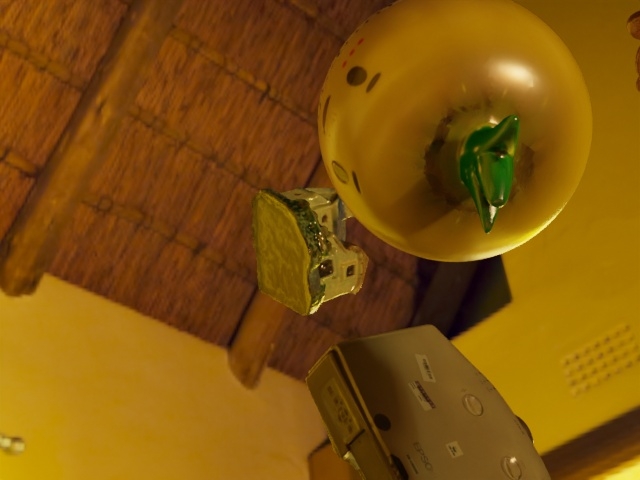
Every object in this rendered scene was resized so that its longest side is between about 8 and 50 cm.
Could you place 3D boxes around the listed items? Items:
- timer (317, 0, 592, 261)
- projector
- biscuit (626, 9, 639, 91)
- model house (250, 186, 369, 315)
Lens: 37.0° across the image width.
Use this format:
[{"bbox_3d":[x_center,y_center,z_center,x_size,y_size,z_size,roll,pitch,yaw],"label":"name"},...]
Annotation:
[{"bbox_3d":[0.134,-0.094,0.886,0.285,0.285,0.285,-4,-40,-3],"label":"timer"},{"bbox_3d":[0.116,0.212,0.902,0.193,0.270,0.088,-6,-34,-41],"label":"projector"},{"bbox_3d":[0.577,-0.325,1.534,0.165,0.036,0.226,2,-48,18],"label":"biscuit"},{"bbox_3d":[0.000,0.000,1.748,0.189,0.195,0.214,-17,-69,-34],"label":"model house"}]
